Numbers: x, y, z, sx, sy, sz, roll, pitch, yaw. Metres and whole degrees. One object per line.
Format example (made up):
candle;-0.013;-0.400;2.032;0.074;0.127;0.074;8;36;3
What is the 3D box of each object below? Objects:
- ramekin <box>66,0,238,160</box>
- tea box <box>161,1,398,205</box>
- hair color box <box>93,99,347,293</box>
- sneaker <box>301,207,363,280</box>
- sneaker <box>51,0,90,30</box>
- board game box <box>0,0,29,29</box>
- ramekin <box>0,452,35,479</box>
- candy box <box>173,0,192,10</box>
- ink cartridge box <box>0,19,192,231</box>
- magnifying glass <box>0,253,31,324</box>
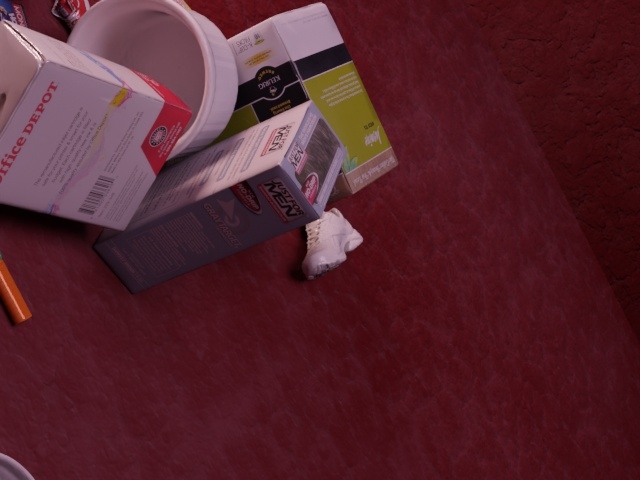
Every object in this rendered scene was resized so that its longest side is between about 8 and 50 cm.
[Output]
ramekin;-0.267;-0.255;1.986;0.135;0.277;0.277;-9;78;-66
tea box;-0.099;-0.192;2.148;0.220;0.329;0.323;-34;101;-60
hair color box;-0.156;-0.064;1.925;0.113;0.374;0.185;53;33;-24
sneaker;0.000;0.000;2.439;0.115;0.090;0.232;57;22;-5
sneaker;-0.406;-0.361;2.051;0.067;0.042;0.118;10;55;-60
board game box;-0.478;-0.264;1.855;0.194;0.060;0.194;3;68;-58
ramekin;-0.428;0.363;1.477;0.207;0.109;0.207;36;44;-43
candy box;-0.309;-0.453;2.281;0.206;0.027;0.105;48;33;-31
ink cartridge box;-0.367;-0.157;1.780;0.131;0.226;0.306;43;15;35
magnifying glass;-0.470;0.011;1.728;0.231;0.026;0.092;62;30;-6
